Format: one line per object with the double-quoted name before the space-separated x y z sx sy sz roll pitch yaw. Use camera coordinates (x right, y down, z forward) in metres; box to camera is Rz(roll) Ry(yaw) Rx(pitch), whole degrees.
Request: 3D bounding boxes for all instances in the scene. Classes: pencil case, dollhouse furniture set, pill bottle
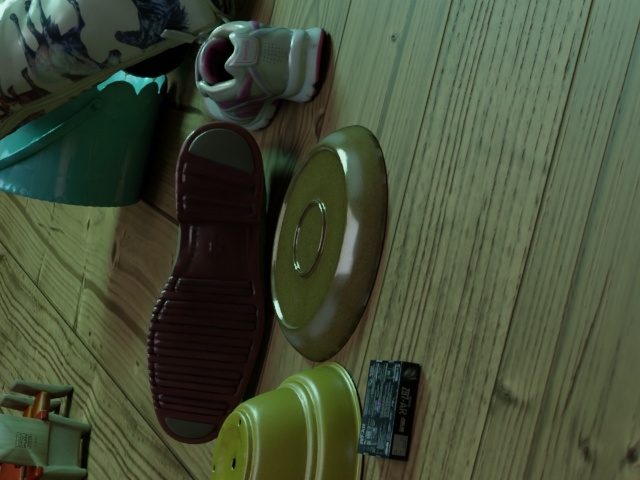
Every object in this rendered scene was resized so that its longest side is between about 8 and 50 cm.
"pencil case" -0.307 -0.254 2.007 0.410 0.160 0.183 -27 62 9
"dollhouse furniture set" -0.442 0.330 2.379 0.259 0.135 0.262 137 139 -57
"pill bottle" -0.250 -0.319 2.233 0.219 0.123 0.122 -116 42 -60

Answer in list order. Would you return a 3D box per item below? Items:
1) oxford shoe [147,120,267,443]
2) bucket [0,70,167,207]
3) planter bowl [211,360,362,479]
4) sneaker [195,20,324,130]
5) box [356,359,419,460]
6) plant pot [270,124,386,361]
"oxford shoe" -0.109 0.048 1.760 0.130 0.123 0.348 1 -81 -85
"bucket" -0.357 -0.162 2.247 0.281 0.281 0.183 -145 64 -67
"planter bowl" -0.045 0.213 1.500 0.217 0.090 0.217 -168 90 -68
"sneaker" -0.089 -0.192 1.780 0.252 0.111 0.103 157 121 -65
"box" 0.057 0.144 1.372 0.067 0.018 0.083 170 109 -68
"plant pot" 0.000 0.000 1.572 0.236 0.032 0.236 -170 90 -68
